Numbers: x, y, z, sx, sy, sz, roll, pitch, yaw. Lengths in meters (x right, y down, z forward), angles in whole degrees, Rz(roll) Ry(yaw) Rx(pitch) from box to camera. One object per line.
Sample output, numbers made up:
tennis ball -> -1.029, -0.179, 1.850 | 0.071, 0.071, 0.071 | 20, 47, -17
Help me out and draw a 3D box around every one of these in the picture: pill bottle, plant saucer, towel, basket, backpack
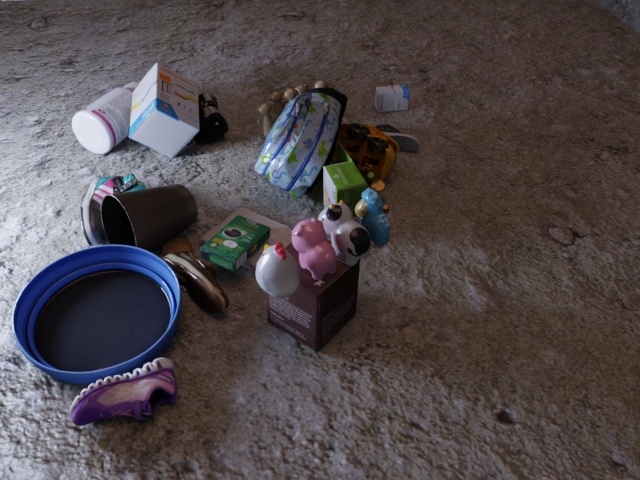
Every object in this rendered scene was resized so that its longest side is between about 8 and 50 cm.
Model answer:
pill bottle -> -0.714, -0.437, 2.209 | 0.160, 0.160, 0.283 | 17, 43, 17
plant saucer -> -0.404, 0.026, 1.787 | 0.083, 0.015, 0.083 | 0, 40, 0
towel -> -0.186, 0.005, 1.793 | 0.282, 0.049, 0.187 | 24, 44, 24
basket -> -0.474, -0.065, 1.780 | 0.154, 0.204, 0.227 | 13, 28, 39
backpack -> -0.064, -0.298, 1.987 | 0.273, 0.290, 0.355 | 20, 49, -27

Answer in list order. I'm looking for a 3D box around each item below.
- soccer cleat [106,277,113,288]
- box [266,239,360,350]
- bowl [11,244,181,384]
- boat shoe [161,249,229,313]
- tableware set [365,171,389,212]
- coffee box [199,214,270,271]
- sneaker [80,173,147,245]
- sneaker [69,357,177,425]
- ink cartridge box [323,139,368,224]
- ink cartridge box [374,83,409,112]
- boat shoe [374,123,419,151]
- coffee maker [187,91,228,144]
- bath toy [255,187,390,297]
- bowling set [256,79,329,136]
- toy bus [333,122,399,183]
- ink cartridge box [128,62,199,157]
soccer cleat -> -0.549, 0.133, 1.649 | 0.035, 0.029, 0.083 | 14, 44, 1
box -> -0.019, 0.121, 1.543 | 0.168, 0.203, 0.167 | 28, 47, 27
bowl -> -0.532, 0.176, 1.535 | 0.391, 0.077, 0.391 | 1, 46, -1
boat shoe -> -0.310, 0.094, 1.653 | 0.095, 0.095, 0.257 | -26, 47, -37
tableware set -> 0.163, -0.145, 1.971 | 0.104, 0.024, 0.154 | -28, 63, -6
coffee box -> -0.228, 0.005, 1.714 | 0.113, 0.040, 0.184 | 19, 39, 18
sneaker -> -0.589, -0.101, 1.856 | 0.178, 0.124, 0.295 | -11, 40, 0
sneaker -> -0.413, 0.344, 1.360 | 0.236, 0.095, 0.104 | -20, 53, -25
ink cartridge box -> 0.052, -0.151, 1.878 | 0.097, 0.189, 0.255 | -12, 41, -13
ink cartridge box -> 0.273, -0.546, 2.423 | 0.122, 0.088, 0.052 | -8, 42, -11
boat shoe -> 0.267, -0.371, 2.235 | 0.183, 0.065, 0.083 | 13, 43, 14
coffee maker -> -0.432, -0.434, 2.247 | 0.171, 0.120, 0.178 | -14, 42, -15
bath toy -> 0.000, 0.000, 1.431 | 0.348, 0.129, 0.151 | -28, 49, -30
bowling set -> -0.115, -0.502, 2.297 | 0.287, 0.154, 0.200 | -20, 35, -13
toy bus -> 0.186, -0.297, 2.107 | 0.211, 0.149, 0.220 | -16, 43, -43
ink cartridge box -> -0.525, -0.439, 2.130 | 0.171, 0.168, 0.233 | 24, 43, -37
